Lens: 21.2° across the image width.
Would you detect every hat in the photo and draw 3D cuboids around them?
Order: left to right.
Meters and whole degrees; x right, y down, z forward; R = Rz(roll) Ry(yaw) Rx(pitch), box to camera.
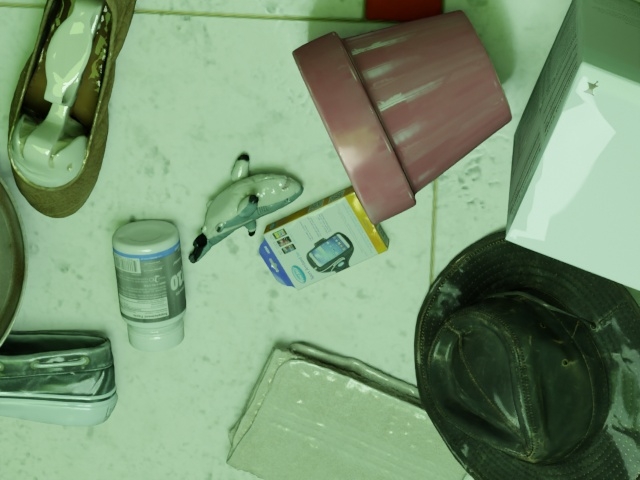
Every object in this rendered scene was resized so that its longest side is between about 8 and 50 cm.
[{"bbox_3d":[0.212,0.155,1.847,0.331,0.134,0.331,4,97,33],"label":"hat"}]

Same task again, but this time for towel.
[{"bbox_3d":[0.041,0.240,2.035,0.282,0.049,0.187,24,118,-5],"label":"towel"}]

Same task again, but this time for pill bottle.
[{"bbox_3d":[-0.194,0.053,1.959,0.078,0.078,0.137,0,116,8],"label":"pill bottle"}]

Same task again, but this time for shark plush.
[{"bbox_3d":[-0.092,-0.019,1.928,0.067,0.073,0.161,23,116,-38],"label":"shark plush"}]

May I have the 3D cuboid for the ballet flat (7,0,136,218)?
[{"bbox_3d":[-0.276,-0.157,1.845,0.116,0.124,0.342,21,117,-2],"label":"ballet flat"}]

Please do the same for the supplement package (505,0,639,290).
[{"bbox_3d":[0.313,-0.102,1.712,0.199,0.263,0.198,21,116,-2],"label":"supplement package"}]

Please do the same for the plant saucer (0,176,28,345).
[{"bbox_3d":[-0.474,0.025,1.946,0.310,0.050,0.311,0,88,9],"label":"plant saucer"}]

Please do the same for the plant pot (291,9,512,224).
[{"bbox_3d":[0.091,-0.144,1.776,0.180,0.201,0.201,-26,110,2],"label":"plant pot"}]

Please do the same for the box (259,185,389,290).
[{"bbox_3d":[0.000,0.000,1.937,0.136,0.028,0.081,-23,110,20],"label":"box"}]

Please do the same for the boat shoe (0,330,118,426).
[{"bbox_3d":[-0.404,0.138,2.023,0.335,0.121,0.119,5,107,-6],"label":"boat shoe"}]
